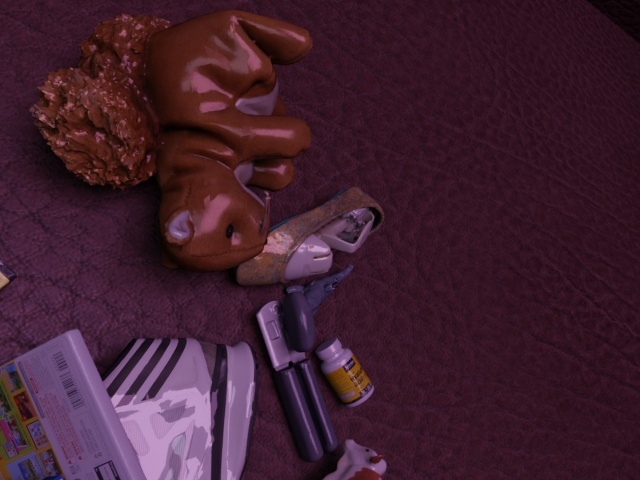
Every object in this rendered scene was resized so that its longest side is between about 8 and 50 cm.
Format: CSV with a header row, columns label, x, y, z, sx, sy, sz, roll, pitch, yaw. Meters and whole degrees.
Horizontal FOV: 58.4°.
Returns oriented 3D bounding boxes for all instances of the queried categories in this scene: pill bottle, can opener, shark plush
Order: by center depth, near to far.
label,x,y,z,sx,sy,sz,roll,pitch,yaw
can opener,-0.035,0.229,0.964,0.074,0.093,0.280,-15,88,-41
pill bottle,0.041,0.235,1.029,0.065,0.065,0.116,-38,98,-39
shark plush,0.012,0.096,1.055,0.161,0.067,0.073,-19,85,-40

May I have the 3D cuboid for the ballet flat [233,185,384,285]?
label,x,y,z,sx,sy,sz,roll,pitch,yaw
ballet flat,0.000,0.000,1.039,0.348,0.123,0.123,-33,95,-43

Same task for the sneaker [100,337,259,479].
label,x,y,z,sx,sy,sz,roll,pitch,yaw
sneaker,-0.234,0.344,0.752,0.257,0.169,0.447,11,66,-19

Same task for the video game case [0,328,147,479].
label,x,y,z,sx,sy,sz,roll,pitch,yaw
video game case,-0.322,0.247,0.670,0.227,0.206,0.026,64,13,3

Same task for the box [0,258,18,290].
label,x,y,z,sx,sy,sz,roll,pitch,yaw
box,-0.489,0.092,0.682,0.087,0.058,0.232,48,51,-13

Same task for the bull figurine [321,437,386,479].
label,x,y,z,sx,sy,sz,roll,pitch,yaw
bull figurine,0.020,0.463,0.877,0.188,0.101,0.310,2,63,-9

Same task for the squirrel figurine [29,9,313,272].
label,x,y,z,sx,sy,sz,roll,pitch,yaw
squirrel figurine,-0.220,-0.144,0.884,0.397,0.281,0.370,13,76,-18

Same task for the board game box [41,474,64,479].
label,x,y,z,sx,sy,sz,roll,pitch,yaw
board game box,-0.322,0.360,0.555,0.210,0.047,0.160,-25,90,-50
